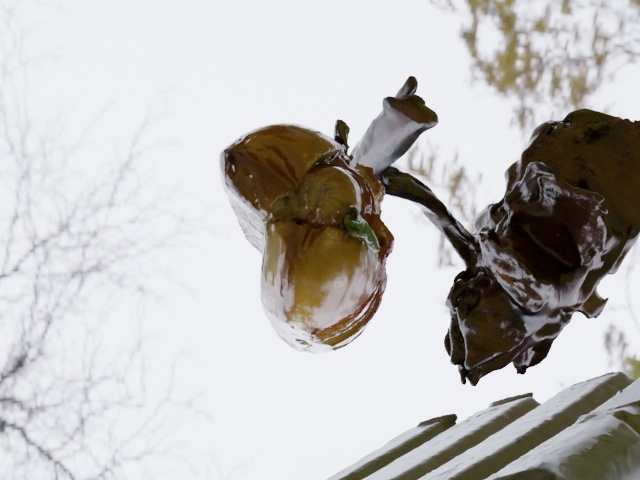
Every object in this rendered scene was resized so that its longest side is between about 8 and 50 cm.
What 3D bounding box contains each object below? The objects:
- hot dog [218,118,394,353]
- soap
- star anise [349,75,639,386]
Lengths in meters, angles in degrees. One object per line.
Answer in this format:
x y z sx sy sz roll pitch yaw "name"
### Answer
0.000 0.000 0.664 0.076 0.250 0.104 -19 -99 0 "hot dog"
0.163 0.264 1.167 0.350 0.213 0.435 -19 178 32 "soap"
0.135 -0.018 0.962 0.148 0.346 0.237 39 -84 37 "star anise"
